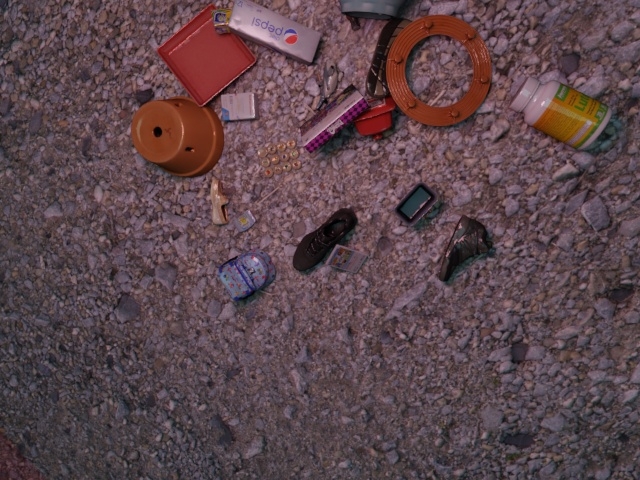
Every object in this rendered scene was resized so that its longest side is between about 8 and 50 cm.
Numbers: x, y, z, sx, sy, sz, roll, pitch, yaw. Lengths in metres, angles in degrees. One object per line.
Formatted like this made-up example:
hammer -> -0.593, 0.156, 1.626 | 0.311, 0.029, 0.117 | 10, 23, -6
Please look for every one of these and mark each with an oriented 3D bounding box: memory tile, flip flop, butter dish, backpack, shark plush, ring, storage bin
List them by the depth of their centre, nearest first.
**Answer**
ring -> 0.369, -0.523, 1.272 | 0.335, 0.032, 0.338 | 0, 95, -4
flip flop -> 0.218, -0.574, 1.315 | 0.112, 0.080, 0.278 | 21, 89, -2
butter dish -> 0.172, -0.384, 1.337 | 0.159, 0.160, 0.118 | -14, 120, 14
storage bin -> 0.316, -0.117, 1.356 | 0.098, 0.091, 0.135 | 43, 105, 4
shark plush -> 0.023, -0.522, 1.399 | 0.067, 0.073, 0.162 | 30, 120, 32
memory tile -> -0.146, -0.293, 1.473 | 0.147, 0.012, 0.114 | -13, 94, 14
backpack -> -0.260, 0.118, 1.502 | 0.173, 0.117, 0.158 | -27, 92, 12

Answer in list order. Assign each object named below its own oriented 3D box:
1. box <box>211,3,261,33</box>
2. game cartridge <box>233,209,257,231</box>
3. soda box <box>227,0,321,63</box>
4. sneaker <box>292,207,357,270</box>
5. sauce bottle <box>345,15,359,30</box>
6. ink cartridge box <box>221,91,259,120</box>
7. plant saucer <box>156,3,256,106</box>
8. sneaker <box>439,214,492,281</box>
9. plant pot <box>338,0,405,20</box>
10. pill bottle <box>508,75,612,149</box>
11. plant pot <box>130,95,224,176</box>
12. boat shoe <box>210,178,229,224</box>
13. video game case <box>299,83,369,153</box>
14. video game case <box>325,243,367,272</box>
box -> -0.275, -0.741, 1.387 | 0.168, 0.059, 0.054 | -13, 90, -7
game cartridge -> -0.278, -0.068, 1.532 | 0.083, 0.017, 0.056 | -33, 93, 15
soda box -> -0.147, -0.670, 1.337 | 0.285, 0.091, 0.098 | 19, 102, -11
sneaker -> 0.000, 0.000, 1.422 | 0.109, 0.130, 0.286 | 43, 105, 2
sauce bottle -> 0.096, -0.750, 1.344 | 0.042, 0.042, 0.128 | -18, 96, 14
ink cartridge box -> -0.281, -0.468, 1.458 | 0.122, 0.052, 0.089 | 0, 98, 14
plant saucer -> -0.392, -0.637, 1.444 | 0.259, 0.048, 0.259 | -38, 89, 4
sneaker -> 0.473, 0.045, 1.345 | 0.130, 0.087, 0.228 | 25, 97, 14
plant pot -> 0.154, -0.766, 1.217 | 0.292, 0.293, 0.197 | 9, 113, 11
pill bottle -> 0.692, -0.380, 1.213 | 0.245, 0.136, 0.137 | 30, 103, 7
plant pot -> -0.513, -0.368, 1.446 | 0.290, 0.203, 0.292 | 2, 97, 13
boat shoe -> -0.364, -0.141, 1.520 | 0.059, 0.063, 0.170 | 3, 108, 9
video game case -> 0.036, -0.393, 1.324 | 0.232, 0.210, 0.042 | -37, 118, 14
video game case -> 0.090, 0.064, 1.430 | 0.121, 0.011, 0.087 | 17, 120, -21
